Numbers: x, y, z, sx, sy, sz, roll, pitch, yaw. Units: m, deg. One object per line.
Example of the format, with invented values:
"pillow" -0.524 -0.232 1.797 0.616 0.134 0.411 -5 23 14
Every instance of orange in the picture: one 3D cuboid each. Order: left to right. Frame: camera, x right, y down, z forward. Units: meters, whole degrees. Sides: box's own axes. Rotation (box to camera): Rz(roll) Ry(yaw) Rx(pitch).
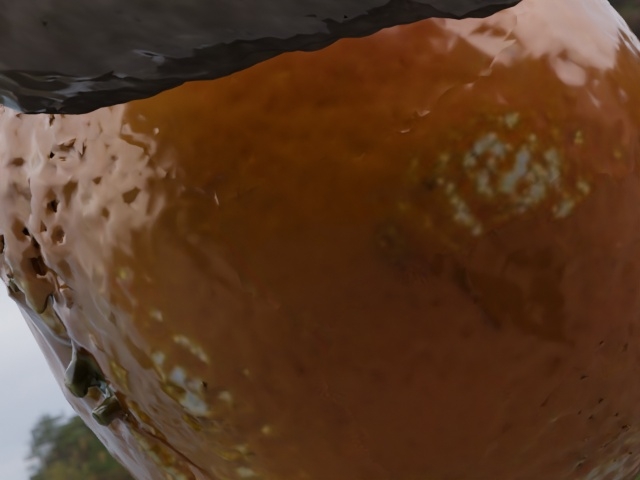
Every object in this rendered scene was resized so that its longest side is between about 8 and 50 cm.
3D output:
"orange" 0.000 0.000 0.857 0.326 0.424 0.424 -35 5 -32

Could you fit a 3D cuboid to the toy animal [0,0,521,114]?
"toy animal" -0.078 -0.164 0.546 0.358 0.226 0.188 -11 23 30
